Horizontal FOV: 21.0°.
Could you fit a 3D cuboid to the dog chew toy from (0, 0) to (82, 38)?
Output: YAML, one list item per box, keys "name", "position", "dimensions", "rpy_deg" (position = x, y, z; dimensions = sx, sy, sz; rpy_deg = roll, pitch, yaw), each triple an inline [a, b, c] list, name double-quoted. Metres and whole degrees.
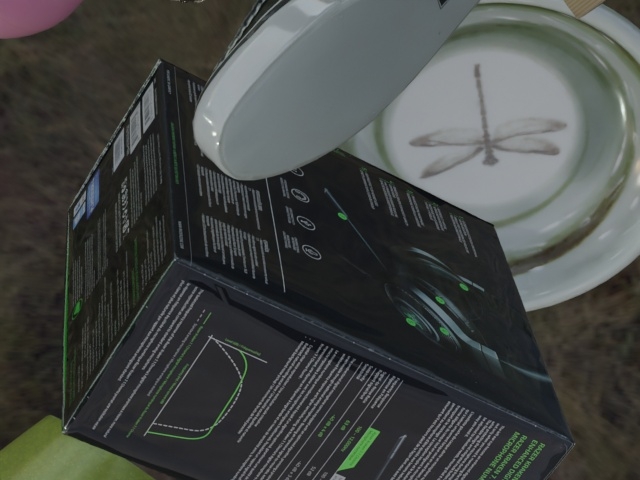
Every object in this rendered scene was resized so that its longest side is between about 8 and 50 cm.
- name: "dog chew toy"
  position: [-0.230, -0.319, 1.564]
  dimensions: [0.331, 0.206, 0.207]
  rpy_deg: [-23, 85, 24]

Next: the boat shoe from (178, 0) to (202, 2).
- name: "boat shoe"
  position: [-0.094, -0.259, 1.608]
  dimensions: [0.125, 0.038, 0.046]
  rpy_deg: [-35, 63, 37]

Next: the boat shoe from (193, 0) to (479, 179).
- name: "boat shoe"
  position: [0.020, -0.114, 0.707]
  dimensions: [0.070, 0.078, 0.219]
  rpy_deg: [36, 71, 29]

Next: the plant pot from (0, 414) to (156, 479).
- name: "plant pot"
  position: [-0.276, 0.318, 1.578]
  dimensions: [0.274, 0.275, 0.293]
  rpy_deg: [31, 77, 5]

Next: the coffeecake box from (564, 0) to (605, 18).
- name: "coffeecake box"
  position: [0.185, -0.242, 1.092]
  dimensions: [0.142, 0.185, 0.068]
  rpy_deg: [53, 135, 1]

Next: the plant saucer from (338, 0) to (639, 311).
- name: "plant saucer"
  position: [0.168, -0.104, 1.744]
  dimensions: [0.400, 0.100, 0.400]
  rpy_deg: [0, 128, 0]

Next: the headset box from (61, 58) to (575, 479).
- name: "headset box"
  position: [-0.002, 0.050, 1.047]
  dimensions: [0.283, 0.246, 0.131]
  rpy_deg: [25, 115, -21]
